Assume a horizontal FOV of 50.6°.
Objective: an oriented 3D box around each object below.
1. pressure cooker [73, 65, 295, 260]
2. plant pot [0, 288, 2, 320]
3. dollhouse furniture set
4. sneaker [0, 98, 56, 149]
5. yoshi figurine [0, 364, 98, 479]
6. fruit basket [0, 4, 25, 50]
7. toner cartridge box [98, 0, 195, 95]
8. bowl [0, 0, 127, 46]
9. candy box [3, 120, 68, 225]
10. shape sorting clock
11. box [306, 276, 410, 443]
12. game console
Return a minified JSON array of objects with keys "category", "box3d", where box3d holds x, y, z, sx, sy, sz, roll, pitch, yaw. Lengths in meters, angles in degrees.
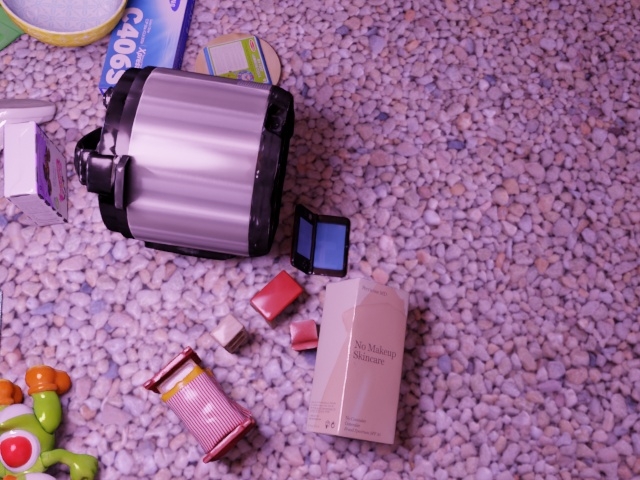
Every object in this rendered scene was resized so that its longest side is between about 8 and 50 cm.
[{"category":"pressure cooker","box3d":[-0.279,-0.169,1.400,0.420,0.370,0.376,9,70,-2]},{"category":"plant pot","box3d":[-0.816,0.176,1.400,0.234,0.166,0.166,-6,73,5]},{"category":"dollhouse furniture set","box3d":[-0.148,0.248,1.387,0.374,0.152,0.201,-43,78,-12]},{"category":"sneaker","box3d":[-0.748,-0.228,1.555,0.292,0.169,0.108,-18,30,-34]},{"category":"yoshi figurine","box3d":[-0.556,0.448,1.340,0.203,0.203,0.362,9,50,-40]},{"category":"fruit basket","box3d":[-0.841,-0.652,1.606,0.391,0.283,0.392,-1,87,10]},{"category":"toner cartridge box","box3d":[-0.414,-0.497,1.648,0.165,0.075,0.348,7,73,0]},{"category":"bowl","box3d":[-0.594,-0.556,1.583,0.289,0.156,0.290,4,69,-12]},{"category":"candy box","box3d":[-0.615,-0.140,1.473,0.070,0.196,0.165,-7,74,-4]},{"category":"shape sorting clock","box3d":[-0.200,-0.415,1.644,0.206,0.040,0.206,0,69,0]},{"category":"box","box3d":[0.079,0.245,1.384,0.147,0.121,0.311,17,72,-30]},{"category":"game console","box3d":[0.000,0.000,1.503,0.085,0.124,0.144,-4,71,26]}]
